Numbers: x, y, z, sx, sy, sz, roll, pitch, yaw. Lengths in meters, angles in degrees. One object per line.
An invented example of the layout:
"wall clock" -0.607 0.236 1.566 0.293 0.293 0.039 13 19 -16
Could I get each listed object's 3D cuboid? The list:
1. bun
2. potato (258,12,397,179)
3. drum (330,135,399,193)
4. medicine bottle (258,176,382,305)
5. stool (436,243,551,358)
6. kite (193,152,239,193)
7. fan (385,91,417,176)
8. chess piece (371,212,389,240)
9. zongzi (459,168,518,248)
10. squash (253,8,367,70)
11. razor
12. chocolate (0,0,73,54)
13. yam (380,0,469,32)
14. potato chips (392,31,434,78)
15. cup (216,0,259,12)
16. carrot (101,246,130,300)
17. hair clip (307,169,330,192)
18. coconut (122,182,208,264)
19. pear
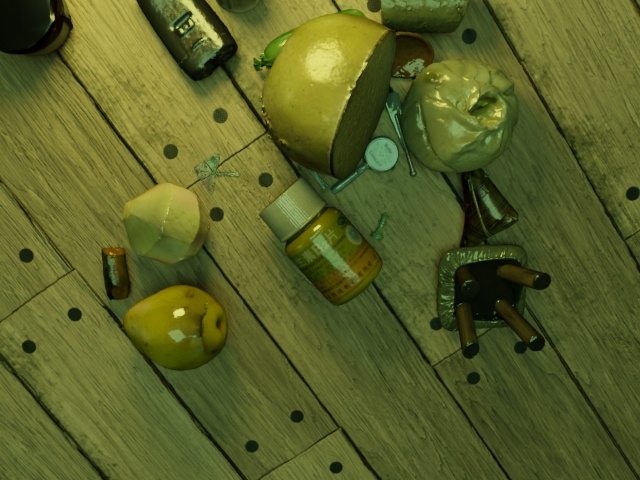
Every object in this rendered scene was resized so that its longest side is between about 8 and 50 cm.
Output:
"bun" 0.427 -0.382 1.541 0.364 0.219 0.366 0 91 2
"potato" 0.007 -0.434 1.471 0.319 0.385 0.442 27 97 13
"drum" 0.133 -0.256 1.647 0.253 0.049 0.130 -22 101 5
"medicine bottle" 0.000 0.000 1.600 0.224 0.224 0.384 -41 98 5
"stool" 0.555 0.189 1.636 0.310 0.226 0.311 -6 108 -3
"kite" -0.342 -0.218 1.657 0.152 0.005 0.137 13 101 -5
"fan" 0.272 -0.345 1.650 0.057 0.023 0.282 -22 100 -7
"chess piece" 0.205 -0.049 1.691 0.042 0.042 0.093 22 93 -6
"zongzi" 0.487 -0.102 1.672 0.241 0.111 0.248 -37 88 25
"squash" -0.034 -0.615 1.554 0.378 0.101 0.102 -22 100 3
"razor" -0.409 -0.661 1.526 0.189 0.107 0.327 -35 98 4
"chocolate" -0.853 -0.668 1.471 0.283 0.186 0.284 1 98 7
"yam" 0.302 -0.708 1.521 0.267 0.161 0.161 0 100 -3
"potato chips" 0.256 -0.583 1.579 0.201 0.049 0.150 -3 133 -10
"cup" -0.269 -0.795 1.461 0.221 0.202 0.167 42 93 -9
"carrot" -0.673 0.109 1.664 0.082 0.082 0.173 -3 101 -2
"hair clip" -0.012 -0.207 1.652 0.030 0.039 0.115 -36 98 17
"coconut" -0.492 -0.051 1.573 0.259 0.259 0.260 0 100 -2
"pear" -0.464 0.290 1.614 0.336 0.285 0.285 -29 100 18
